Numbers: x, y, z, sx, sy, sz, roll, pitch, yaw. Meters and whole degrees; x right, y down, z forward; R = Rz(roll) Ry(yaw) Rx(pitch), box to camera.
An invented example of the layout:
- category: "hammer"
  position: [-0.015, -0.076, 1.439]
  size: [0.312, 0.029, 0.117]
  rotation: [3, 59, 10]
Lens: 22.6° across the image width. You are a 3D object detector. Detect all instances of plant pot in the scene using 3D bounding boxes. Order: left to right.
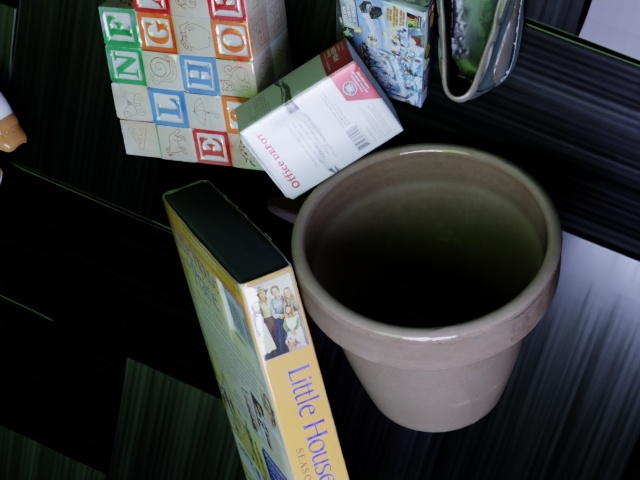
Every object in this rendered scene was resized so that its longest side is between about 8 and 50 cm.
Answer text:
- category: "plant pot"
  position: [0.114, 0.069, 1.612]
  size: [0.263, 0.263, 0.229]
  rotation: [12, 139, 20]

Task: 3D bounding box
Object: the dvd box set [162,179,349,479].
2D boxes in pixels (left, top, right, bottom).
- category: "dvd box set"
  position: [-0.054, 0.170, 1.724]
  size: [0.062, 0.307, 0.420]
  rotation: [-20, 113, -13]

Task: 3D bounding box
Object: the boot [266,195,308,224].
- category: "boot"
  position: [0.000, 0.000, 1.732]
  size: [0.118, 0.042, 0.087]
  rotation: [9, 123, 22]

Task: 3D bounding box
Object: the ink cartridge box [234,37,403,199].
- category: "ink cartridge box"
  position: [-0.003, -0.119, 1.579]
  size: [0.135, 0.056, 0.099]
  rotation: [-31, 124, 10]

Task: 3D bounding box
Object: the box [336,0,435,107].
- category: "box"
  position: [0.063, -0.196, 1.567]
  size: [0.094, 0.027, 0.137]
  rotation: [20, 147, 14]

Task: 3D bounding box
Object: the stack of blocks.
- category: "stack of blocks"
  position: [-0.129, -0.226, 1.621]
  size: [0.171, 0.087, 0.297]
  rotation: [8, 126, 22]

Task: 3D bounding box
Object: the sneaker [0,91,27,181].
- category: "sneaker"
  position: [-0.456, -0.075, 1.871]
  size: [0.290, 0.106, 0.123]
  rotation: [-33, 97, 35]

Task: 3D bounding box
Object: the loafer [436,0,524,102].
- category: "loafer"
  position: [0.149, -0.255, 1.484]
  size: [0.096, 0.084, 0.267]
  rotation: [10, 121, 21]
